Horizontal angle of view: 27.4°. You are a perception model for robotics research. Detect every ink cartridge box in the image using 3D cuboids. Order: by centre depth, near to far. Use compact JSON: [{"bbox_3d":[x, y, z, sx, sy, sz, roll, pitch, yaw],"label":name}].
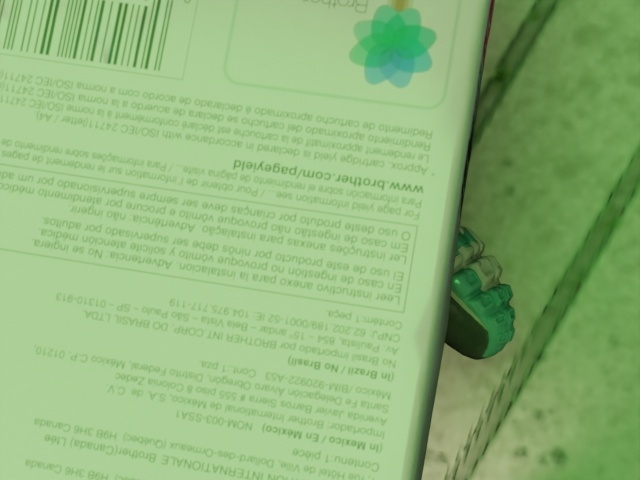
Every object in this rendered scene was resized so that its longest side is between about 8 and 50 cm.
[{"bbox_3d":[-0.050,0.013,0.434,0.186,0.065,0.311,8,78,8],"label":"ink cartridge box"}]

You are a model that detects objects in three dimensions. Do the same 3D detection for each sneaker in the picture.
[{"bbox_3d":[0.000,0.000,0.508,0.166,0.065,0.076,39,106,22],"label":"sneaker"}]
